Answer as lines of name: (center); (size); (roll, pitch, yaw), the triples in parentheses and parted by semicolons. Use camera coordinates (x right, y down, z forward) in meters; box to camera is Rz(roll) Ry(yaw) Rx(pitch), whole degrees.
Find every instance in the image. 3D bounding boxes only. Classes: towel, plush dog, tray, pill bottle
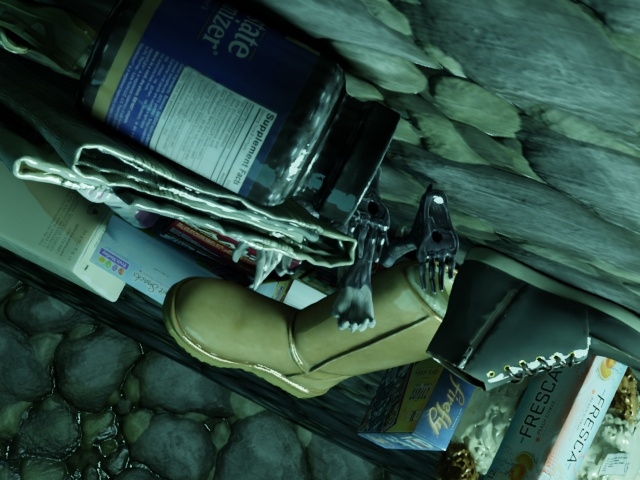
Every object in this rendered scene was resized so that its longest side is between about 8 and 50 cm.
towel: (-0.167, -0.073, 1.354); (0.312, 0.056, 0.324); (21, -171, -45)
plush dog: (0.238, 0.207, 1.797); (0.225, 0.262, 0.210); (9, 128, 30)
tray: (0.000, 0.108, 2.267); (0.145, 0.030, 0.270); (25, 169, 5)
pill bottle: (-0.059, -0.101, 1.229); (0.219, 0.122, 0.123); (27, 169, -3)

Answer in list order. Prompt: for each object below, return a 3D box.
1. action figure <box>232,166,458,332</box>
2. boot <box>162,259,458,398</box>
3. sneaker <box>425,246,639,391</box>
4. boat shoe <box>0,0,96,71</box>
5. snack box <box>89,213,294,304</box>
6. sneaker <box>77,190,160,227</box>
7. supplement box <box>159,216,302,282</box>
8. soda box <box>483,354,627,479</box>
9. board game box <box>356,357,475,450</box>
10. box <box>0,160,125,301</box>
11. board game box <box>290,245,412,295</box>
action figure: (0.000, 0.000, 1.515); (0.164, 0.141, 0.276); (19, 171, -26)
boot: (0.007, 0.069, 1.698); (0.236, 0.089, 0.269); (25, 149, -32)
sneaker: (0.214, 0.105, 1.545); (0.222, 0.118, 0.083); (25, 168, 11)
boat shoe: (-0.264, -0.184, 1.502); (0.153, 0.048, 0.056); (17, 165, 38)
snack box: (-0.147, 0.035, 1.967); (0.174, 0.070, 0.207); (30, -171, 16)
sneaker: (-0.240, -0.091, 1.775); (0.104, 0.095, 0.236); (30, 172, 23)
supplement box: (-0.086, -0.020, 1.775); (0.130, 0.073, 0.239); (27, 168, -8)
soda box: (0.234, 0.174, 1.645); (0.063, 0.183, 0.058); (17, 165, 45)
board game box: (0.119, 0.147, 1.833); (0.042, 0.165, 0.243); (28, 169, -8)
box: (-0.382, -0.051, 2.137); (0.311, 0.121, 0.148); (25, 170, 20)
board game box: (0.053, 0.044, 1.817); (0.147, 0.045, 0.193); (28, 168, -6)
